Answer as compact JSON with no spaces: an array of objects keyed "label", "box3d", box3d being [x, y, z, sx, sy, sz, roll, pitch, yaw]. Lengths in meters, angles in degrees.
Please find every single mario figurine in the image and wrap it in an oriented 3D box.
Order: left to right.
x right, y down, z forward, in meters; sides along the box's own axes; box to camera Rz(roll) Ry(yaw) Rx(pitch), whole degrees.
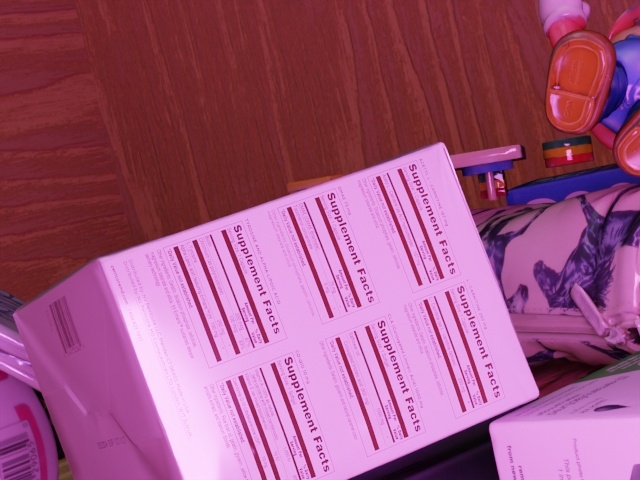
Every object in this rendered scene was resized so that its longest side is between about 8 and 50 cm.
[{"label":"mario figurine","box3d":[0.281,-0.157,1.411,0.170,0.198,0.320,-23,5,18]}]

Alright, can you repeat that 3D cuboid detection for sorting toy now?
[{"label":"sorting toy","box3d":[0.112,-0.052,1.499,0.274,0.046,0.132,-9,1,9]}]

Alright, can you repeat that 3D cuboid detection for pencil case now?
[{"label":"pencil case","box3d":[0.190,0.042,1.406,0.183,0.160,0.410,-20,7,-35]}]

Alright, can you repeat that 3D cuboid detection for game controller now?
[{"label":"game controller","box3d":[0.019,0.167,1.007,0.319,0.067,0.166,-15,-10,-41]}]

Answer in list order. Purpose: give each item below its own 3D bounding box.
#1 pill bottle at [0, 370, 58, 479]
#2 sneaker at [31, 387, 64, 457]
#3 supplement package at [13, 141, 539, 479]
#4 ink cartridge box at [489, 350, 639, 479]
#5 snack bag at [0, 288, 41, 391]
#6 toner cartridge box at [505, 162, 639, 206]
[{"label":"pill bottle","box3d":[-0.336,0.181,1.155,0.160,0.160,0.283,-11,4,38]},{"label":"sneaker","box3d":[-0.278,0.160,1.744,0.122,0.110,0.283,-15,2,28]},{"label":"supplement package","box3d":[-0.031,0.060,0.907,0.203,0.149,0.194,-20,-2,-26]},{"label":"ink cartridge box","box3d":[0.216,0.108,0.841,0.208,0.087,0.153,-9,6,46]},{"label":"snack bag","box3d":[-0.164,0.106,1.246,0.342,0.037,0.323,28,-3,-7]},{"label":"toner cartridge box","box3d":[0.352,-0.003,1.508,0.348,0.165,0.075,-12,5,31]}]
